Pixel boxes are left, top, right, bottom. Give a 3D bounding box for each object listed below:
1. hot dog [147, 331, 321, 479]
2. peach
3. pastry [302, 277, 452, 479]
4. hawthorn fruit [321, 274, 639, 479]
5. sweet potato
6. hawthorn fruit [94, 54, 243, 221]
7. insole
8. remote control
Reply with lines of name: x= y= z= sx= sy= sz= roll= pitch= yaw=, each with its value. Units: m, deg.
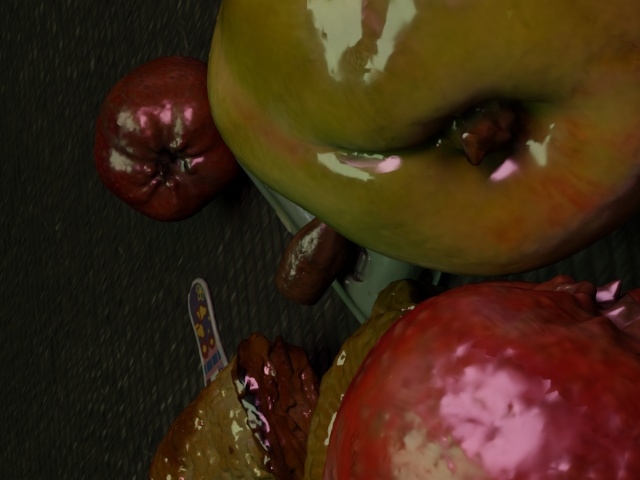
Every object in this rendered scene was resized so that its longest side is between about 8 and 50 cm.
hot dog: x=-0.064 y=0.193 z=1.417 sx=0.259 sy=0.114 sz=0.175 roll=-50 pitch=52 yaw=51
peach: x=0.088 y=-0.146 z=0.955 sx=0.281 sy=0.314 sz=0.315 roll=94 pitch=-172 yaw=-49
pastry: x=0.086 y=0.150 z=1.134 sx=0.240 sy=0.132 sz=0.235 roll=9 pitch=88 yaw=63
hawthorn fruit: x=0.131 y=0.184 z=0.883 sx=0.287 sy=0.287 sz=0.330 roll=26 pitch=105 yaw=58
sweet potato: x=0.000 y=0.000 z=1.236 sx=0.049 sy=0.049 sz=0.117 roll=60 pitch=136 yaw=42
hawthorn fruit: x=-0.150 y=-0.118 z=1.561 sx=0.203 sy=0.163 sz=0.162 roll=-104 pitch=28 yaw=-58
insole: x=-0.109 y=0.127 z=1.602 sx=0.065 sy=0.004 sz=0.197 roll=-47 pitch=50 yaw=50
remote control: x=0.003 y=-0.048 z=1.345 sx=0.335 sy=0.065 sz=0.128 roll=52 pitch=135 yaw=48
